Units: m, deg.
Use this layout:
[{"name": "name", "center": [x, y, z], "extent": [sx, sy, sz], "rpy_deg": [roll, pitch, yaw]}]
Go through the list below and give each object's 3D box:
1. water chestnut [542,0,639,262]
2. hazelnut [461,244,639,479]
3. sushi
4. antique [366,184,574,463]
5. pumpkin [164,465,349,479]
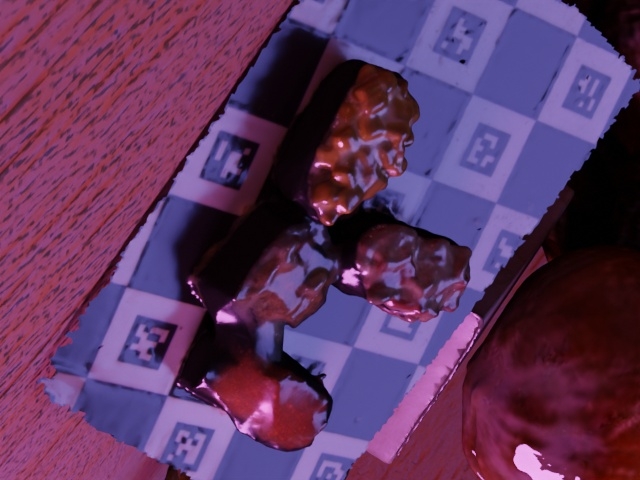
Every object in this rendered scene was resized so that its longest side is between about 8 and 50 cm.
[{"name": "water chestnut", "center": [0.190, -0.114, 1.015], "extent": [0.350, 0.302, 0.350], "rpy_deg": [-1, 90, -83]}, {"name": "hazelnut", "center": [0.140, 0.074, 0.890], "extent": [0.143, 0.143, 0.154], "rpy_deg": [-50, 163, -49]}, {"name": "sushi", "center": [0.024, -0.003, 0.731], "extent": [0.279, 0.192, 0.043], "rpy_deg": [-53, -141, 0]}, {"name": "antique", "center": [0.030, 0.003, 0.913], "extent": [0.148, 0.152, 0.146], "rpy_deg": [-48, 170, -41]}, {"name": "pumpkin", "center": [-0.045, 0.187, 1.468], "extent": [0.223, 0.157, 0.223], "rpy_deg": [-59, -174, 11]}]
